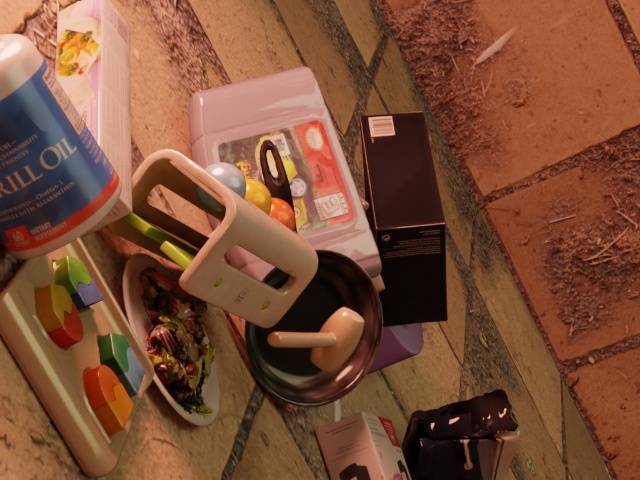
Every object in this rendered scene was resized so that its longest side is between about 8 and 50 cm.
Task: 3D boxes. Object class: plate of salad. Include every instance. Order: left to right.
[{"bbox_3d":[-0.149,0.102,1.686,0.200,0.048,0.200,59,16,-29],"label":"plate of salad"}]

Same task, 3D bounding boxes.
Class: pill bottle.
[{"bbox_3d":[-0.281,-0.104,1.395,0.221,0.124,0.124,58,17,-24],"label":"pill bottle"}]

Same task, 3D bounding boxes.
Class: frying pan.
[{"bbox_3d":[-0.047,0.060,1.932,0.326,0.197,0.053,53,-21,-23],"label":"frying pan"}]

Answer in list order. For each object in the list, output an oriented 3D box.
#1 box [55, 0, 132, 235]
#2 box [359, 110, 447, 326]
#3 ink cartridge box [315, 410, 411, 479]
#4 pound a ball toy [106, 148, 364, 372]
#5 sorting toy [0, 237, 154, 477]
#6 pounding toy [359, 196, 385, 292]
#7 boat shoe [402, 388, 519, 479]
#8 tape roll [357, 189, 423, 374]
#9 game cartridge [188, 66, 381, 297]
[{"bbox_3d":[-0.245,-0.144,1.697,0.067,0.063,0.324,51,21,-41],"label":"box"},{"bbox_3d":[0.117,-0.033,2.249,0.261,0.103,0.184,-96,-177,-49],"label":"box"},{"bbox_3d":[0.071,0.322,2.062,0.127,0.072,0.175,30,38,-67],"label":"ink cartridge box"},{"bbox_3d":[-0.067,0.019,1.746,0.208,0.136,0.319,37,2,23],"label":"pound a ball toy"},{"bbox_3d":[-0.219,0.094,1.472,0.193,0.038,0.208,62,16,-15],"label":"sorting toy"},{"bbox_3d":[0.000,-0.008,2.146,0.206,0.094,0.181,68,-20,8],"label":"pounding toy"},{"bbox_3d":[0.198,0.350,2.409,0.340,0.158,0.127,92,-14,-48],"label":"boat shoe"},{"bbox_3d":[0.057,0.060,2.382,0.275,0.090,0.275,59,16,-28],"label":"tape roll"},{"bbox_3d":[-0.054,-0.067,2.023,0.294,0.196,0.060,70,-23,6],"label":"game cartridge"}]
